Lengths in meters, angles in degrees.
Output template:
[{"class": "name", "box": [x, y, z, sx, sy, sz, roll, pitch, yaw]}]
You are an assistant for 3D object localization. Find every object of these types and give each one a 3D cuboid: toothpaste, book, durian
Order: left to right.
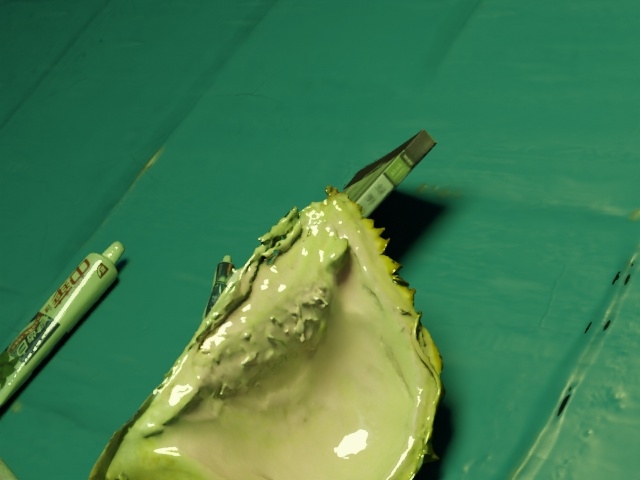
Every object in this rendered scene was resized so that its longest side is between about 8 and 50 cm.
[{"class": "toothpaste", "box": [-0.280, 0.090, 1.420, 0.060, 0.038, 0.233, 17, 62, 50]}, {"class": "toothpaste", "box": [-0.097, 0.048, 1.339, 0.027, 0.019, 0.083, -3, 47, 12]}, {"class": "durian", "box": [-0.006, 0.137, 1.063, 0.195, 0.186, 0.305, 30, 59, 23]}, {"class": "book", "box": [0.001, 0.001, 1.244, 0.231, 0.026, 0.157, -47, 8, -21]}]

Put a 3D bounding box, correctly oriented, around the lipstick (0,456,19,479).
[{"class": "lipstick", "box": [-0.284, 0.238, 1.242, 0.048, 0.048, 0.158, -43, 36, -12]}]
